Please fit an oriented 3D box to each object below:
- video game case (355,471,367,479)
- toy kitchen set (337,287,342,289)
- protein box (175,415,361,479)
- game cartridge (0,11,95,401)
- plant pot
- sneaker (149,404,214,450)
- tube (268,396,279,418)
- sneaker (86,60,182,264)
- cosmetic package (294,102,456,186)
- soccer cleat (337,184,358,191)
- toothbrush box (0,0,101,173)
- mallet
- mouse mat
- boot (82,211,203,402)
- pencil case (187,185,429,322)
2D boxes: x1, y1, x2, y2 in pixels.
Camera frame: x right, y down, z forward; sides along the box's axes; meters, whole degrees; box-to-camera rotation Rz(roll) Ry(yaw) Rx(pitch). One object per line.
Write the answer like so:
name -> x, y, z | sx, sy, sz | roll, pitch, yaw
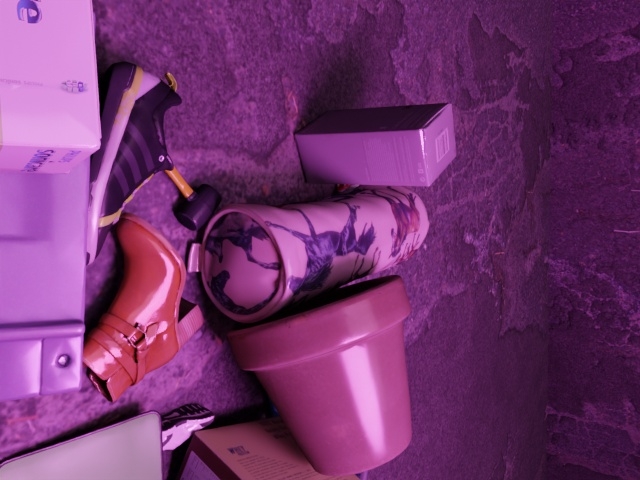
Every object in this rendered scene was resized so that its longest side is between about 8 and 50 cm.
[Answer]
video game case -> 0.047, 0.621, 1.018 | 0.300, 0.036, 0.328 | 18, 79, -80
toy kitchen set -> 0.020, 0.131, 0.965 | 0.075, 0.083, 0.068 | -31, 119, -48
protein box -> -0.071, 0.372, 0.752 | 0.200, 0.201, 0.135 | 15, 100, -54
game cartridge -> -0.315, -0.035, 0.439 | 0.230, 0.068, 0.354 | 0, 95, -39
plant pot -> 0.023, 0.195, 0.760 | 0.263, 0.263, 0.229 | -14, 86, -53
sneaker -> -0.194, 0.259, 0.733 | 0.109, 0.040, 0.043 | -3, 108, -48
tube -> -0.060, 0.287, 0.914 | 0.080, 0.052, 0.207 | -34, 128, -44
sneaker -> -0.208, -0.081, 0.587 | 0.097, 0.084, 0.234 | 17, 86, -35
cosmetic package -> 0.091, -0.159, 0.889 | 0.127, 0.238, 0.107 | -46, 133, -44
soccer cleat -> 0.059, -0.112, 1.030 | 0.083, 0.029, 0.035 | -52, 130, -42
toothbrush box -> -0.302, -0.152, 0.328 | 0.283, 0.122, 0.206 | -5, 90, -34
mallet -> -0.190, -0.102, 0.681 | 0.062, 0.039, 0.189 | -51, 129, -36
mouse mat -> -0.272, 0.296, 0.625 | 0.190, 0.007, 0.152 | -8, 102, -42
boot -> -0.228, 0.081, 0.626 | 0.152, 0.073, 0.197 | -43, 126, -37
pencil case -> 0.000, 0.000, 0.841 | 0.410, 0.184, 0.159 | -16, 103, -50
